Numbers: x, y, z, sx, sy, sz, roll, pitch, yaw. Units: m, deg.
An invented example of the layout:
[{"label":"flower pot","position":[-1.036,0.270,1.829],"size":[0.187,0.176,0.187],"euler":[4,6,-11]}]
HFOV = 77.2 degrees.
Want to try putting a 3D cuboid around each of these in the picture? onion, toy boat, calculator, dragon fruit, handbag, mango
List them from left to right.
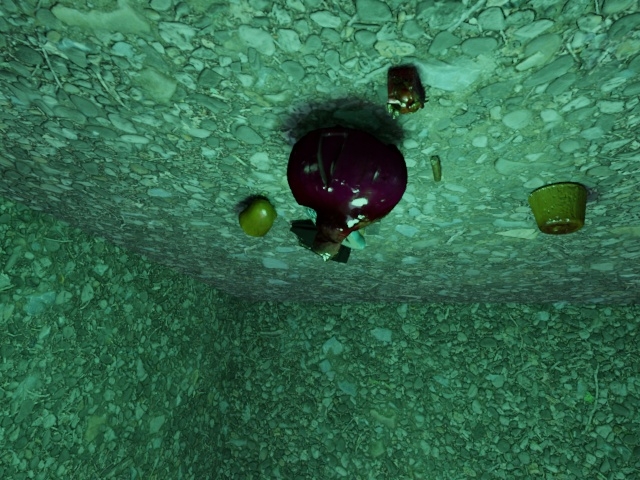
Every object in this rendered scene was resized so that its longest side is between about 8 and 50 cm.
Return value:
[{"label":"mango","position":[-0.287,-0.107,1.862],"size":[0.167,0.129,0.262],"euler":[19,150,-21]},{"label":"handbag","position":[0.000,0.000,2.070],"size":[0.288,0.152,0.342],"euler":[13,161,15]},{"label":"calculator","position":[0.036,-0.087,1.668],"size":[0.386,0.054,0.256],"euler":[20,148,57]},{"label":"onion","position":[0.076,-0.134,1.282],"size":[0.399,0.419,0.398],"euler":[4,171,1]},{"label":"toy boat","position":[0.147,-0.083,1.780],"size":[0.294,0.110,0.276],"euler":[3,-177,-10]},{"label":"dragon fruit","position":[0.227,-0.374,1.064],"size":[0.102,0.096,0.147],"euler":[-8,158,24]}]

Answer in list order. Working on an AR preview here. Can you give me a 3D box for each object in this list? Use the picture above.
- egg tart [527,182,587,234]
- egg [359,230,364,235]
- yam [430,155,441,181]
[{"label":"egg tart","position":[0.899,-0.112,1.519],"size":[0.203,0.147,0.202],"euler":[7,160,3]},{"label":"egg","position":[0.177,-0.050,1.962],"size":[0.080,0.080,0.096],"euler":[7,167,-3]},{"label":"yam","position":[0.415,-0.252,1.433],"size":[0.032,0.032,0.145],"euler":[-2,159,20]}]
